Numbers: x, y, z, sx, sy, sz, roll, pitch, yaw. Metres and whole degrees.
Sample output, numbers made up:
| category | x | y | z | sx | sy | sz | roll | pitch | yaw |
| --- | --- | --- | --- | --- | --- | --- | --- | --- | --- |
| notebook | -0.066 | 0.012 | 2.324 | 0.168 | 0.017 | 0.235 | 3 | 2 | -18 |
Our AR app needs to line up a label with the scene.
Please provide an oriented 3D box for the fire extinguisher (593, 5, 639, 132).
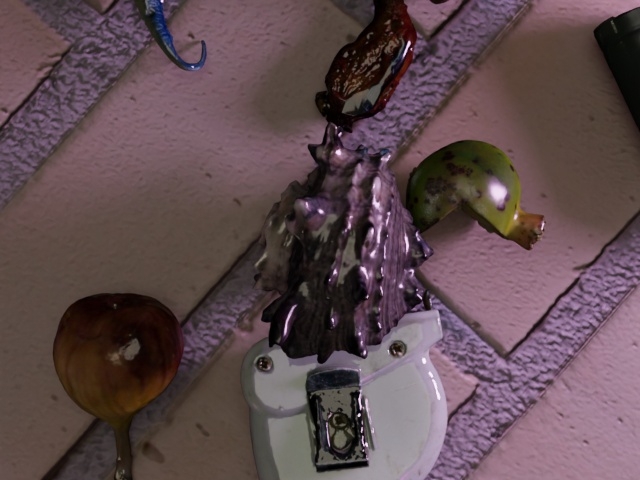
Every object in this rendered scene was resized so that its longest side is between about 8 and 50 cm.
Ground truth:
| category | x | y | z | sx | sy | sz | roll | pitch | yaw |
| --- | --- | --- | --- | --- | --- | --- | --- | --- | --- |
| fire extinguisher | 0.437 | -0.133 | 1.638 | 0.095 | 0.114 | 0.311 | -17 | 82 | -44 |

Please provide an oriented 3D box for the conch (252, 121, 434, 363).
| category | x | y | z | sx | sy | sz | roll | pitch | yaw |
| --- | --- | --- | --- | --- | --- | --- | --- | --- | --- |
| conch | 0.002 | 0.009 | 1.572 | 0.186 | 0.240 | 0.313 | 22 | 42 | -27 |

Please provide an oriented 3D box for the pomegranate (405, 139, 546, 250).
| category | x | y | z | sx | sy | sz | roll | pitch | yaw |
| --- | --- | --- | --- | --- | --- | --- | --- | --- | --- |
| pomegranate | 0.184 | -0.057 | 1.623 | 0.169 | 0.143 | 0.122 | 5 | 84 | 13 |

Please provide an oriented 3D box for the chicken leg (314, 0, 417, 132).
| category | x | y | z | sx | sy | sz | roll | pitch | yaw |
| --- | --- | --- | --- | --- | --- | --- | --- | --- | --- |
| chicken leg | 0.067 | -0.254 | 1.699 | 0.106 | 0.051 | 0.253 | 13 | 82 | 9 |

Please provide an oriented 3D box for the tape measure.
| category | x | y | z | sx | sy | sz | roll | pitch | yaw |
| --- | --- | --- | --- | --- | --- | --- | --- | --- | --- |
| tape measure | 0.035 | 0.197 | 1.615 | 0.243 | 0.125 | 0.246 | -10 | 83 | 2 |

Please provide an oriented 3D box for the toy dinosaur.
| category | x | y | z | sx | sy | sz | roll | pitch | yaw |
| --- | --- | --- | --- | --- | --- | --- | --- | --- | --- |
| toy dinosaur | -0.253 | -0.368 | 1.713 | 0.147 | 0.076 | 0.363 | -16 | 80 | -6 |

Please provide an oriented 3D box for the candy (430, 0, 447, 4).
| category | x | y | z | sx | sy | sz | roll | pitch | yaw |
| --- | --- | --- | --- | --- | --- | --- | --- | --- | --- |
| candy | 0.193 | -0.399 | 1.671 | 0.104 | 0.102 | 0.234 | 44 | 82 | -13 |

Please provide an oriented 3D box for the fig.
| category | x | y | z | sx | sy | sz | roll | pitch | yaw |
| --- | --- | --- | --- | --- | --- | --- | --- | --- | --- |
| fig | -0.251 | 0.172 | 1.627 | 0.160 | 0.143 | 0.230 | 22 | 93 | 36 |
